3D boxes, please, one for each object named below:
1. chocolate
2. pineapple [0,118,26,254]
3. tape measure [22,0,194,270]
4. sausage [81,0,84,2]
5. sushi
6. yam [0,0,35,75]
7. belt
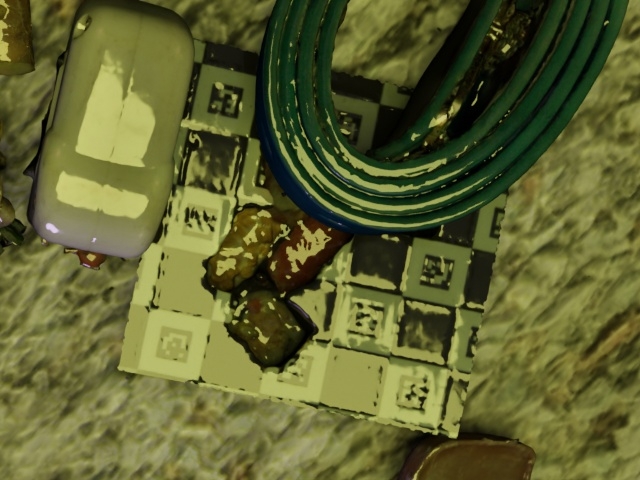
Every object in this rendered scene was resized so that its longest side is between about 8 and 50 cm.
[{"bbox_3d":[0.130,0.317,1.636,0.161,0.083,0.261,9,103,-28],"label":"chocolate"},{"bbox_3d":[-0.374,-0.092,1.394,0.262,0.262,0.271,-28,110,-3],"label":"pineapple"},{"bbox_3d":[-0.204,-0.098,1.419,0.130,0.258,0.265,12,91,-10],"label":"tape measure"},{"bbox_3d":[-0.205,-0.229,1.499,0.083,0.034,0.034,42,92,-16],"label":"sausage"},{"bbox_3d":[0.000,0.000,1.557,0.359,0.064,0.343,12,86,-7],"label":"sushi"},{"bbox_3d":[-0.314,-0.308,1.450,0.066,0.066,0.299,-6,101,-8],"label":"yam"},{"bbox_3d":[0.111,-0.208,1.464,0.300,0.173,0.436,33,82,-7],"label":"belt"}]
